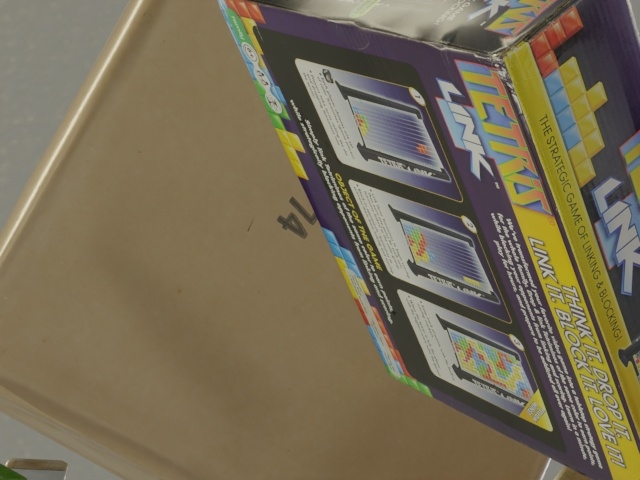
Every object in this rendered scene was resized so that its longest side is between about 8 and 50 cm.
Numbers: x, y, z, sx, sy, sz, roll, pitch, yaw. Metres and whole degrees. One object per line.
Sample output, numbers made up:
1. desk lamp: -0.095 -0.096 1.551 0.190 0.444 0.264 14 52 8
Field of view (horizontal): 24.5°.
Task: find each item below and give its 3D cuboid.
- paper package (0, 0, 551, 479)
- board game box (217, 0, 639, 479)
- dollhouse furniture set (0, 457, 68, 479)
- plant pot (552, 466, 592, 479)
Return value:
1. paper package: 0.000 0.000 0.810 0.309 0.168 0.324 29 -105 -8
2. board game box: 0.051 -0.011 0.463 0.048 0.141 0.170 -39 -55 -22
3. dollhouse furniture set: -0.063 0.102 0.485 0.152 0.076 0.058 11 -86 -42
4. plant pot: 0.147 0.183 0.608 0.236 0.032 0.236 -7 -79 -40
